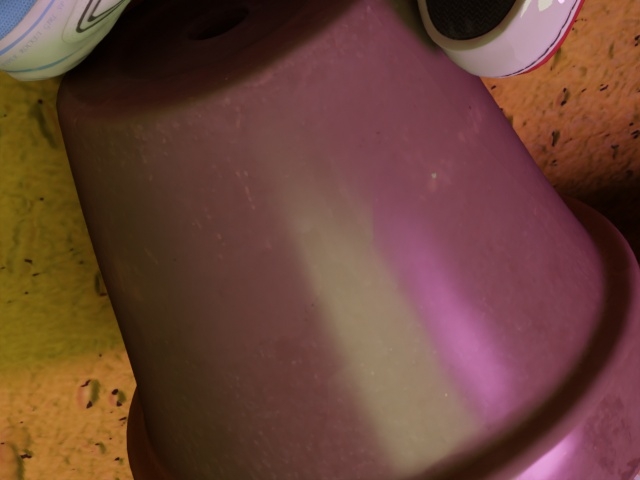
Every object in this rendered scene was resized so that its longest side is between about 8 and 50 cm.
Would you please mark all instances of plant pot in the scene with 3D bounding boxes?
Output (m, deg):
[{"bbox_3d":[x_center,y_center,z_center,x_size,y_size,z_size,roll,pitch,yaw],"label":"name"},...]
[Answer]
[{"bbox_3d":[0.000,0.000,0.525,0.263,0.263,0.229,-27,121,-2],"label":"plant pot"}]

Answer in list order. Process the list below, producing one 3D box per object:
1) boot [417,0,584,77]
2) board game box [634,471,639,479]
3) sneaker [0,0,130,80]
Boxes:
[{"bbox_3d":[0.137,-0.165,0.473,0.176,0.088,0.244,18,88,-41],"label":"boot"},{"bbox_3d":[0.254,0.133,0.698,0.291,0.141,0.232,1,166,6],"label":"board game box"},{"bbox_3d":[-0.063,-0.156,0.439,0.237,0.085,0.086,-42,141,13],"label":"sneaker"}]
